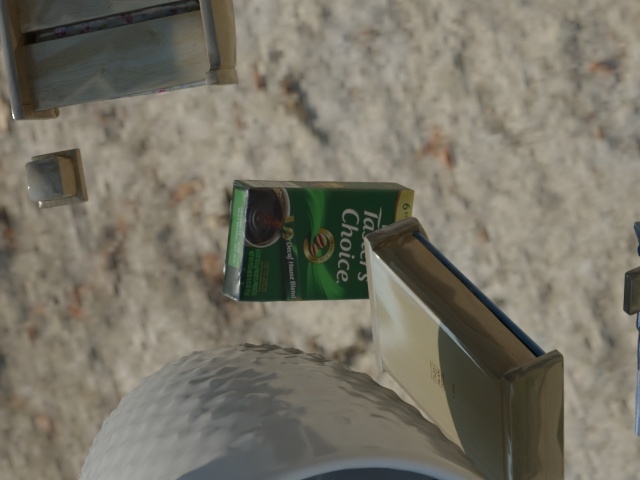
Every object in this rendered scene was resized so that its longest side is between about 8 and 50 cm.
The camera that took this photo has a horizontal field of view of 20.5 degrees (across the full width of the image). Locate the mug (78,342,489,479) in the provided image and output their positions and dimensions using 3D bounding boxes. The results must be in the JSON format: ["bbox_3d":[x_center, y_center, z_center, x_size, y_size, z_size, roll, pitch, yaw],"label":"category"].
[{"bbox_3d":[-0.067,0.241,1.174,0.276,0.374,0.328,49,177,-23],"label":"mug"}]

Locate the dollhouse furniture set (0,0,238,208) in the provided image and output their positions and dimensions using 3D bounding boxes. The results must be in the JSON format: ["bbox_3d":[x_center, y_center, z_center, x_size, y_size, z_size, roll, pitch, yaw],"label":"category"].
[{"bbox_3d":[-0.104,-0.224,1.515,0.303,0.174,0.355,-7,91,22],"label":"dollhouse furniture set"}]

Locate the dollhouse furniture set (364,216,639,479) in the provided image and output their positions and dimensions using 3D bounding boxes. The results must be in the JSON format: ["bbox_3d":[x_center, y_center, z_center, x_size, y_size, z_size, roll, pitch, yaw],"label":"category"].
[{"bbox_3d":[0.221,0.082,1.388,0.198,0.303,0.286,48,153,45],"label":"dollhouse furniture set"}]

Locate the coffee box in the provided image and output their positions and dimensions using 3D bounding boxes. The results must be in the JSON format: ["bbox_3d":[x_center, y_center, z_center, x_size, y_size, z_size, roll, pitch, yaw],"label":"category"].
[{"bbox_3d":[0.000,0.000,1.681,0.040,0.184,0.113,22,107,58],"label":"coffee box"}]
